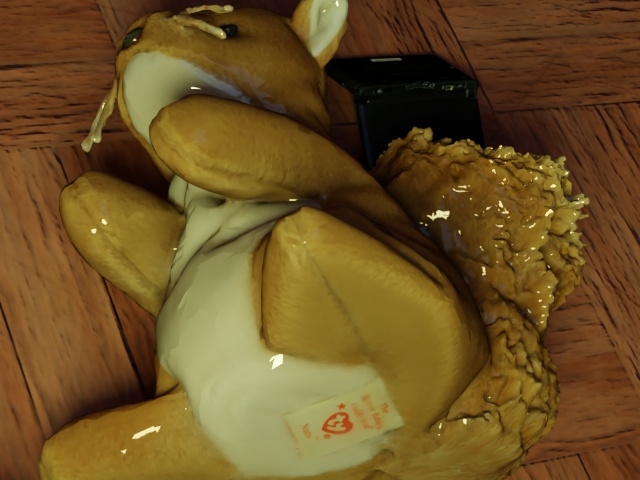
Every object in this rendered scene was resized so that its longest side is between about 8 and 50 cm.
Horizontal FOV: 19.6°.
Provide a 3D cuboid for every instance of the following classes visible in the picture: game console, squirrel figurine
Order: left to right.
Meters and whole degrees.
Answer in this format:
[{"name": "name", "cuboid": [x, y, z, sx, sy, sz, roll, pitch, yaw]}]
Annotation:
[{"name": "squirrel figurine", "cuboid": [0.000, 0.000, 1.338, 0.397, 0.281, 0.370, 18, 37, -31]}, {"name": "game console", "cuboid": [0.071, -0.108, 1.581, 0.122, 0.071, 0.107, -6, 28, -30]}]
